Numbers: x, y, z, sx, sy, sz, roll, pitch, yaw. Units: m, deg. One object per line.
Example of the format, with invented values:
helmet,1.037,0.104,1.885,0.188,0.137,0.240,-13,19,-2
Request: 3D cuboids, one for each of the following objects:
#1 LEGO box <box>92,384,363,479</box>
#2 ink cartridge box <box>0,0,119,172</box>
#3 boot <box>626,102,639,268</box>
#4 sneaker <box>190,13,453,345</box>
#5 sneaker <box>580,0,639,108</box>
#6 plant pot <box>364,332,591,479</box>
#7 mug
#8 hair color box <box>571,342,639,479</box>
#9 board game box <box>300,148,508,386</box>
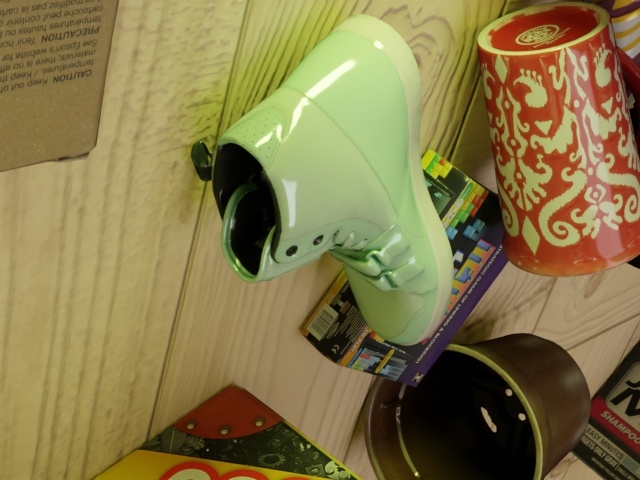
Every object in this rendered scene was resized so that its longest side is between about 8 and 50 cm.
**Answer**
LEGO box,-0.026,0.360,0.740,0.372,0.500,0.193,-33,134,-27
ink cartridge box,-0.185,-0.109,0.460,0.235,0.088,0.193,-19,138,-43
boot,0.295,-0.088,1.089,0.207,0.094,0.246,-59,161,-1
sneaker,0.000,-0.001,0.800,0.151,0.094,0.256,-40,137,-27
sneaker,0.218,-0.168,0.948,0.084,0.069,0.185,4,127,-27
plant pot,0.150,0.156,1.117,0.165,0.167,0.167,-14,134,-56
mug,0.176,-0.084,0.910,0.150,0.113,0.169,-56,137,-50
hair color box,0.483,0.163,1.508,0.374,0.185,0.113,-51,148,0
board game box,0.079,0.027,0.981,0.170,0.048,0.141,-55,148,8
